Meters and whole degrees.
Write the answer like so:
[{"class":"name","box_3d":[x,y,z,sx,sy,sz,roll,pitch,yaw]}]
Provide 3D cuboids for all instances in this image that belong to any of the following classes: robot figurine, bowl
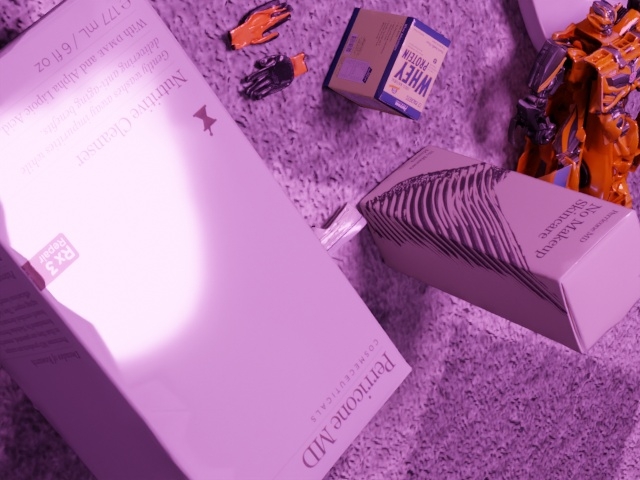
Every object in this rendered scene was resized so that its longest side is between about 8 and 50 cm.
[{"class":"robot figurine","box_3d":[0.289,-0.123,1.334,0.211,0.085,0.291,-32,143,-28]},{"class":"bowl","box_3d":[0.259,-0.272,1.323,0.142,0.053,0.142,-41,127,-21]}]

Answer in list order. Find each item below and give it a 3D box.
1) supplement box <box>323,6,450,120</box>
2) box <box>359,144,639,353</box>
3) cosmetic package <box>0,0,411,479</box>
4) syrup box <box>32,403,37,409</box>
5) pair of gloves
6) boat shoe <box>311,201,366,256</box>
[{"class":"supplement box","box_3d":[0.062,-0.166,1.174,0.056,0.083,0.083,23,89,-42]},{"class":"box","box_3d":[0.171,0.001,1.192,0.113,0.275,0.094,-41,126,-22]},{"class":"cosmetic package","box_3d":[-0.132,0.027,0.933,0.385,0.156,0.217,52,56,-16]},{"class":"syrup box","box_3d":[-0.126,0.090,1.097,0.236,0.093,0.096,-12,111,-37]},{"class":"pair of gloves","box_3d":[-0.047,-0.172,1.131,0.074,0.010,0.083,-34,126,-28]},{"class":"boat shoe","box_3d":[0.000,0.000,1.217,0.100,0.035,0.035,-42,100,-17]}]
